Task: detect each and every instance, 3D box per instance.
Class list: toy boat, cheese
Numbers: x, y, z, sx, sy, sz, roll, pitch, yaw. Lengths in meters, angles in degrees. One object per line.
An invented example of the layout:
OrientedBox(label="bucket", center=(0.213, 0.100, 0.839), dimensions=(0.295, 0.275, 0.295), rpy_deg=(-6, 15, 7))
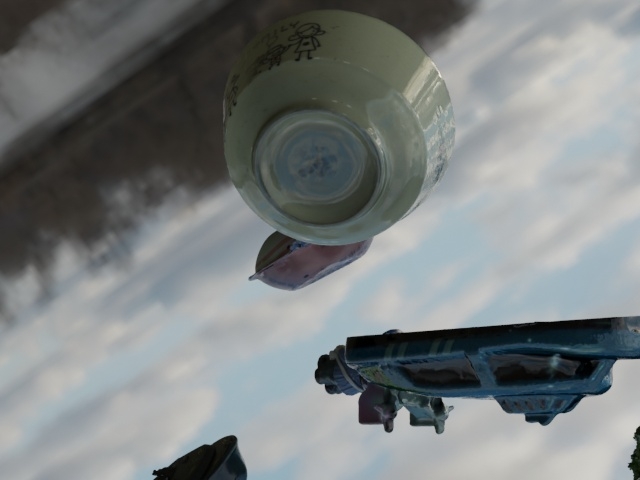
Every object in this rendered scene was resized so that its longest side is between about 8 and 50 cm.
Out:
OrientedBox(label="toy boat", center=(0.146, 0.110, 1.559), dimensions=(0.134, 0.092, 0.299), rpy_deg=(3, 174, -35))
OrientedBox(label="cheese", center=(0.000, 0.000, 2.297), dimensions=(0.189, 0.074, 0.286), rpy_deg=(-28, 175, -10))
OrientedBox(label="toy boat", center=(-0.159, 0.279, 2.093), dimensions=(0.246, 0.103, 0.093), rpy_deg=(-43, -165, 36))

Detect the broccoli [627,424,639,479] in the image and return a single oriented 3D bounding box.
OrientedBox(label="broccoli", center=(0.526, 0.303, 2.592), dimensions=(0.241, 0.261, 0.269), rpy_deg=(-8, 174, -36))

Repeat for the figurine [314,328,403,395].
OrientedBox(label="figurine", center=(0.057, 0.161, 2.380), dimensions=(0.149, 0.086, 0.087), rpy_deg=(-10, -140, 40))

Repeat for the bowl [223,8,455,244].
OrientedBox(label="bowl", center=(0.009, -0.094, 1.878), dimensions=(0.237, 0.238, 0.126), rpy_deg=(-31, -164, 22))

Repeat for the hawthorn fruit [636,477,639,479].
OrientedBox(label="hawthorn fruit", center=(0.477, 0.424, 2.051), dimensions=(0.471, 0.472, 0.472), rpy_deg=(-33, -173, 5))
